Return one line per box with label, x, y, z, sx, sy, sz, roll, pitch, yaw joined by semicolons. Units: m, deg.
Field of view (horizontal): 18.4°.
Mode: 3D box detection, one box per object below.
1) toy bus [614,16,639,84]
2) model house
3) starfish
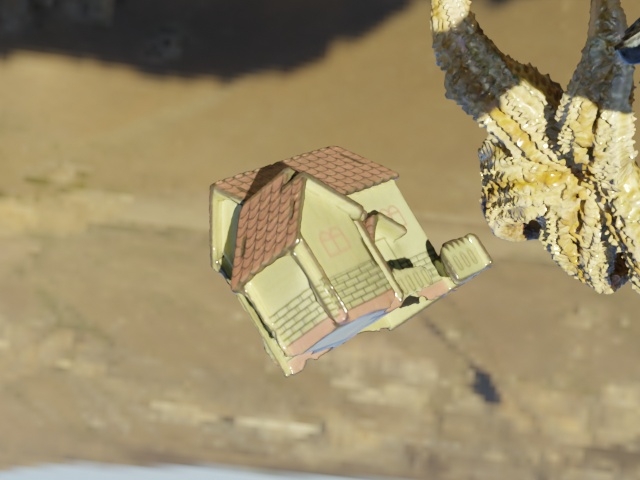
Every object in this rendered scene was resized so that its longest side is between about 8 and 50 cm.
toy bus;0.131;-0.053;0.613;0.051;0.061;0.153;48;-168;-9
model house;0.000;0.000;0.548;0.057;0.058;0.083;-36;170;39
starfish;0.127;-0.047;1.030;0.216;0.071;0.238;36;153;9
